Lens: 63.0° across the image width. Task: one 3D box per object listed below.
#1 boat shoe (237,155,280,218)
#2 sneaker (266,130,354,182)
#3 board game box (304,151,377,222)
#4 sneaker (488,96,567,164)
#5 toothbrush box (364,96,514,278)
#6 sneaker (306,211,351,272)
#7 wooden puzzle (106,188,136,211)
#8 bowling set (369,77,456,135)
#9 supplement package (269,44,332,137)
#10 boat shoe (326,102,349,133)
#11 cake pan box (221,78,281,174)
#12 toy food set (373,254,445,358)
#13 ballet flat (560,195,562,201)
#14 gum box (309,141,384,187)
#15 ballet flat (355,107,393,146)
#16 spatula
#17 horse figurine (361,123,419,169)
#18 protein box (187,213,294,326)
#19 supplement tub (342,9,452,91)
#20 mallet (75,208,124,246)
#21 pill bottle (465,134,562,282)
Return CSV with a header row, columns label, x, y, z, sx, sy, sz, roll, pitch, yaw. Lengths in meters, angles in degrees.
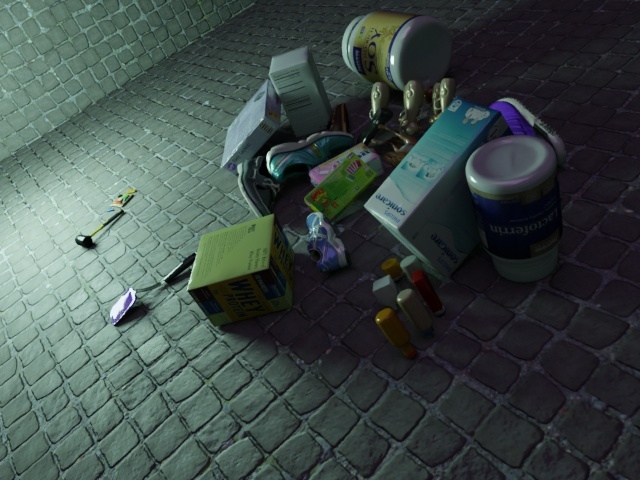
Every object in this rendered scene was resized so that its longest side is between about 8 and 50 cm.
label,x,y,z,sx,sy,sz,roll,pitch,yaw
boat shoe,-0.175,-0.164,1.535,0.099,0.116,0.319,-27,33,3
sneaker,-0.022,-0.242,1.557,0.275,0.107,0.110,-20,59,-7
board game box,0.054,-0.137,1.377,0.092,0.043,0.181,43,80,10
sneaker,0.463,-0.257,1.302,0.146,0.102,0.293,-25,38,1
toothbrush box,0.271,-0.103,1.075,0.295,0.216,0.126,-51,40,2
sneaker,0.000,0.000,1.277,0.081,0.080,0.211,-26,37,-6
wooden puzzle,-0.723,-0.148,1.894,0.079,0.014,0.116,-2,44,27
bowling set,0.304,-0.382,1.532,0.287,0.154,0.200,12,14,41
supplement package,-0.061,-0.497,1.748,0.134,0.244,0.139,-15,39,13
boat shoe,0.054,-0.374,1.683,0.073,0.073,0.207,-11,40,14
cake pan box,-0.234,-0.378,1.754,0.267,0.070,0.245,-42,30,30
toy food set,0.180,0.121,1.054,0.111,0.104,0.232,-29,18,18
ballet flat,0.503,-0.113,1.174,0.041,0.041,0.114,-20,38,7
gum box,0.069,-0.190,1.471,0.188,0.062,0.107,-30,39,-6
ballet flat,0.151,-0.310,1.522,0.173,0.049,0.057,-53,33,38
spatula,-0.450,0.118,1.426,0.296,0.030,0.084,-34,37,-11
horse figurine,0.212,-0.237,1.411,0.175,0.066,0.263,25,34,7
protein box,-0.181,0.070,1.249,0.201,0.136,0.199,-16,38,13
supplement tub,0.246,-0.635,1.744,0.241,0.241,0.331,-36,39,-14
mallet,-0.752,-0.045,1.780,0.062,0.039,0.189,3,42,35
pill bottle,0.372,-0.052,0.986,0.153,0.264,0.153,-16,40,14
